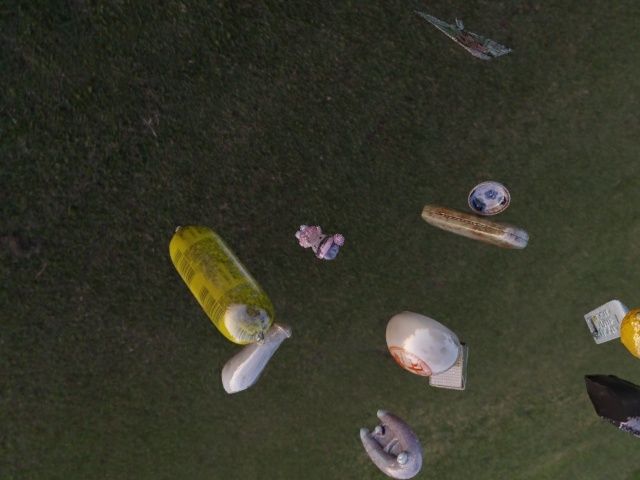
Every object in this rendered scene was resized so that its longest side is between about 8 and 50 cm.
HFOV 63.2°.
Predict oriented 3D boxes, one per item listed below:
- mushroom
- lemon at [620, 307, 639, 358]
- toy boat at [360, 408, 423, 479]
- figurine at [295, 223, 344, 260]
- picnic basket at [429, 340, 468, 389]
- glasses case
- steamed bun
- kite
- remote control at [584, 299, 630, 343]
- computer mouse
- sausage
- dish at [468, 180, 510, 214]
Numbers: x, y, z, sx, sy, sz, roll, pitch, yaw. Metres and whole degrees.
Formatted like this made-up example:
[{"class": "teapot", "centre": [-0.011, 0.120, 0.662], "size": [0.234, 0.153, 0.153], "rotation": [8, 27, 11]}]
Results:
[{"class": "mushroom", "centre": [-0.186, 0.337, 1.487], "size": [0.270, 0.103, 0.118], "rotation": [-46, 175, 21]}, {"class": "lemon", "centre": [0.866, 0.243, 1.364], "size": [0.142, 0.142, 0.187], "rotation": [-44, 118, 12]}, {"class": "toy boat", "centre": [0.214, 0.619, 1.583], "size": [0.155, 0.227, 0.085], "rotation": [-44, 133, -5]}, {"class": "figurine", "centre": [0.000, 0.000, 1.211], "size": [0.072, 0.129, 0.054], "rotation": [-52, 133, -6]}, {"class": "picnic basket", "centre": [0.437, 0.422, 1.774], "size": [0.115, 0.164, 0.079], "rotation": [0, 171, 26]}, {"class": "glasses case", "centre": [0.581, -0.057, 1.987], "size": [0.156, 0.425, 0.098], "rotation": [21, 89, -48]}, {"class": "steamed bun", "centre": [0.297, 0.322, 1.561], "size": [0.145, 0.232, 0.232], "rotation": [-59, 136, -19]}, {"class": "kite", "centre": [0.396, -0.537, 1.384], "size": [0.323, 0.267, 0.013], "rotation": [13, 132, -17]}, {"class": "remote control", "centre": [0.906, 0.258, 1.636], "size": [0.051, 0.103, 0.293], "rotation": [-17, 161, 4]}, {"class": "computer mouse", "centre": [0.490, 0.253, 0.845], "size": [0.099, 0.172, 0.057], "rotation": [9, 104, 4]}, {"class": "sausage", "centre": [-0.212, 0.089, 1.107], "size": [0.123, 0.347, 0.123], "rotation": [-31, 151, -20]}, {"class": "dish", "centre": [0.601, -0.168, 1.858], "size": [0.141, 0.078, 0.141], "rotation": [8, 133, 8]}]
